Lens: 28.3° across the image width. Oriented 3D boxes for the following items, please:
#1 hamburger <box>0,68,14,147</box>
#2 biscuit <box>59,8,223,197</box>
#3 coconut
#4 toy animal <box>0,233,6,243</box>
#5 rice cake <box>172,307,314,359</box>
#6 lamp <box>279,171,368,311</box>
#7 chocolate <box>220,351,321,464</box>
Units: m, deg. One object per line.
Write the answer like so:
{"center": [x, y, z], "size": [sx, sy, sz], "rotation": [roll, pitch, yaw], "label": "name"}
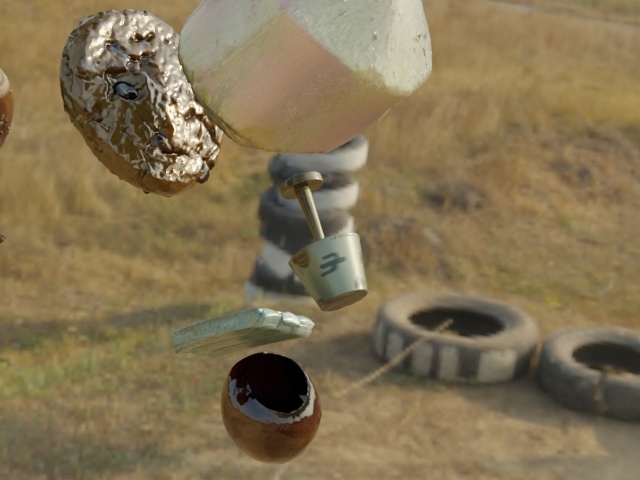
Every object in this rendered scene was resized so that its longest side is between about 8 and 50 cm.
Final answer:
{"center": [-0.546, -0.170, 1.821], "size": [0.170, 0.246, 0.246], "rotation": [36, 21, 15], "label": "hamburger"}
{"center": [-0.251, -0.206, 1.850], "size": [0.075, 0.296, 0.296], "rotation": [-26, -12, 40], "label": "biscuit"}
{"center": [-0.002, -0.277, 1.702], "size": [0.309, 0.297, 0.297], "rotation": [-35, -14, 34], "label": "coconut"}
{"center": [-0.567, 0.071, 2.049], "size": [0.066, 0.224, 0.230], "rotation": [42, -19, -18], "label": "toy animal"}
{"center": [-0.115, 0.137, 1.876], "size": [0.211, 0.038, 0.124], "rotation": [-16, -21, 38], "label": "rice cake"}
{"center": [0.000, 0.000, 2.000], "size": [0.121, 0.214, 0.121], "rotation": [-18, -16, -5], "label": "lamp"}
{"center": [-0.078, 0.260, 1.903], "size": [0.177, 0.176, 0.177], "rotation": [8, 13, -2], "label": "chocolate"}
